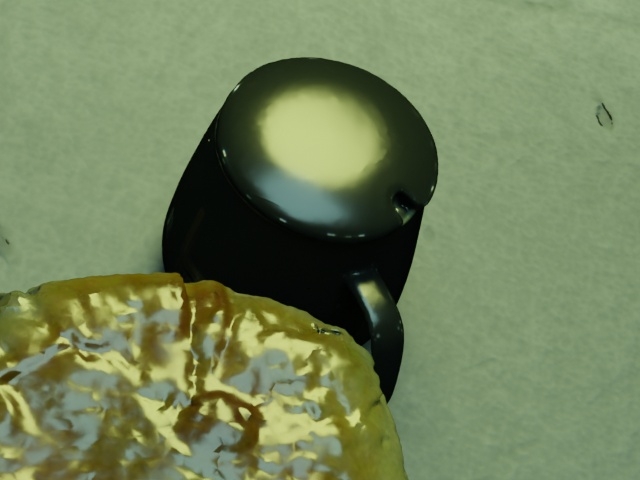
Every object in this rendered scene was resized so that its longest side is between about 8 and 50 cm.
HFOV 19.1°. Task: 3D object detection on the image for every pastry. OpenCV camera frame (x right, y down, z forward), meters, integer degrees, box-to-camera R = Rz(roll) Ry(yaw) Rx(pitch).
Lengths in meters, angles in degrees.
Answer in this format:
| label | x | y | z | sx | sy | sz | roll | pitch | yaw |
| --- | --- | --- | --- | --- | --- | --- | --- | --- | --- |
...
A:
| label | x | y | z | sx | sy | sz | roll | pitch | yaw |
| --- | --- | --- | --- | --- | --- | --- | --- | --- | --- |
| pastry | -0.101 | 0.165 | 1.118 | 0.330 | 0.136 | 0.329 | 5 | 58 | -7 |

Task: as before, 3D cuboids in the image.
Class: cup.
| label | x | y | z | sx | sy | sz | roll | pitch | yaw |
| --- | --- | --- | --- | --- | --- | --- | --- | --- | --- |
| cup | 0.000 | 0.000 | 1.245 | 0.169 | 0.176 | 0.223 | -14 | 60 | -28 |
